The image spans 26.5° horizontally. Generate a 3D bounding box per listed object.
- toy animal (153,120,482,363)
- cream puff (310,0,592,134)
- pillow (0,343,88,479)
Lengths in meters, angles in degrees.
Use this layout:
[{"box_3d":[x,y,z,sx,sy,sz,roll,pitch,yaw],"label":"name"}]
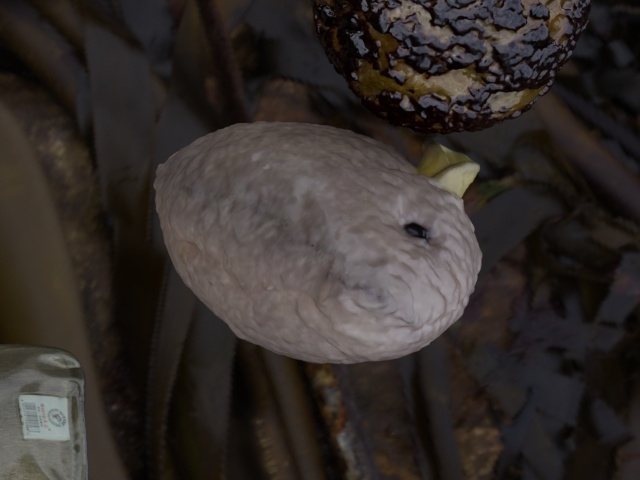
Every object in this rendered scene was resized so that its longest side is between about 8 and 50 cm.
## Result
[{"box_3d":[-0.004,-0.003,1.179,0.227,0.188,0.358,-18,37,-41],"label":"toy animal"},{"box_3d":[0.107,-0.193,1.098,0.239,0.239,0.164,16,43,-18],"label":"cream puff"},{"box_3d":[-0.230,0.102,0.702,0.218,0.033,0.130,-4,46,-9],"label":"pillow"}]
